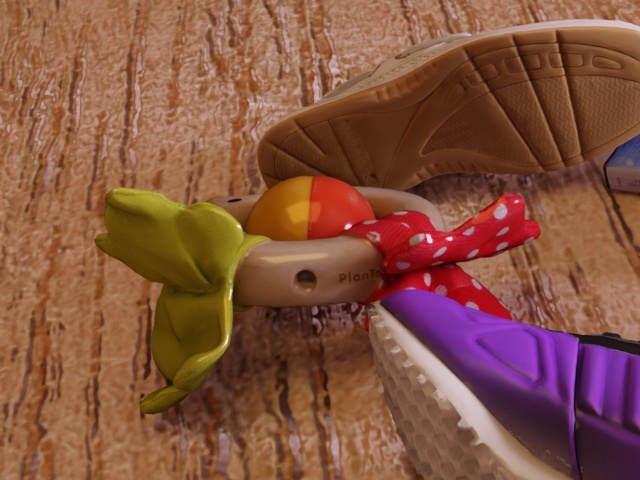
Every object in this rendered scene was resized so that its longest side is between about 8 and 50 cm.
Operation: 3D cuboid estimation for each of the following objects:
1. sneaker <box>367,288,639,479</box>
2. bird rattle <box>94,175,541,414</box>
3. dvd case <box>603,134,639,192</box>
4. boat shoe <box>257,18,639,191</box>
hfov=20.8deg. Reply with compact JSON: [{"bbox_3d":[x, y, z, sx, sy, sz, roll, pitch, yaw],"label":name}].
[{"bbox_3d":[0.147,0.094,0.838,0.146,0.102,0.293,-31,41,-20],"label":"sneaker"},{"bbox_3d":[0.000,0.000,1.026,0.254,0.143,0.207,-12,17,6],"label":"bird rattle"},{"bbox_3d":[0.323,-0.077,1.060,0.253,0.022,0.180,8,41,36],"label":"dvd case"},{"bbox_3d":[0.094,-0.095,1.127,0.277,0.098,0.096,-12,24,22],"label":"boat shoe"}]
